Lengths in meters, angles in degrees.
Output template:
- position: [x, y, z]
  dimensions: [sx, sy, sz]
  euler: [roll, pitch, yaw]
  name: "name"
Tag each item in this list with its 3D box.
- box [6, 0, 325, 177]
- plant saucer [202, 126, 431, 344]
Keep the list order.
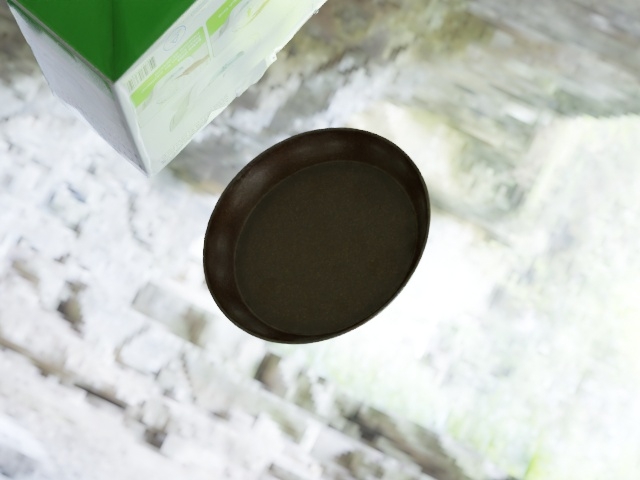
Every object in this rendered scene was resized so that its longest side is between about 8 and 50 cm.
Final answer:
- position: [-0.100, -0.207, 1.267]
  dimensions: [0.127, 0.262, 0.231]
  euler: [41, -10, 10]
  name: "box"
- position: [0.000, 0.000, 1.100]
  dimensions: [0.168, 0.168, 0.029]
  euler: [23, -16, 33]
  name: "plant saucer"
